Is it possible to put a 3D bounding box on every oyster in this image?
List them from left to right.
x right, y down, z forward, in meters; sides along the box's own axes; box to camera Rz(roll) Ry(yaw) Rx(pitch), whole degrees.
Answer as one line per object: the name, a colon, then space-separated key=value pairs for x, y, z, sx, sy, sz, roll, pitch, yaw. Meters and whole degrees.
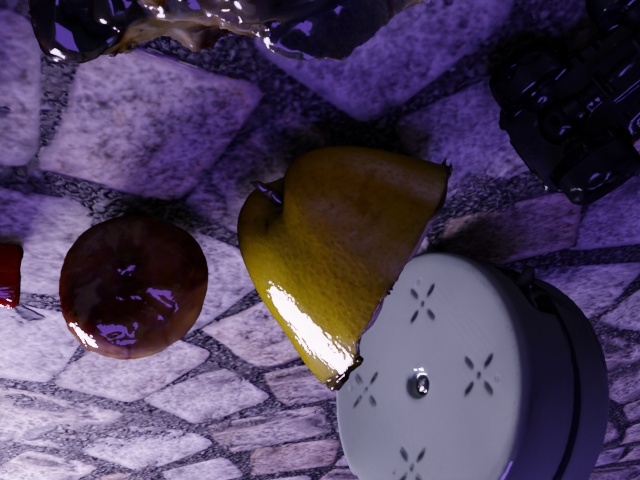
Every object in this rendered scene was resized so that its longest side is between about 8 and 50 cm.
oyster: x=-0.038 y=-0.199 z=0.533 sx=0.361 sy=0.096 sz=0.221 roll=2 pitch=150 yaw=-15

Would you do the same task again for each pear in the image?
pear: x=0.001 y=-0.002 z=0.759 sx=0.178 sy=0.267 sz=0.267 roll=29 pitch=137 yaw=0

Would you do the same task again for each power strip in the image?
power strip: x=0.186 y=0.183 z=0.924 sx=0.161 sy=0.357 sz=0.357 roll=15 pitch=137 yaw=-34

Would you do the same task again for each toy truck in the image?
toy truck: x=0.282 y=-0.143 z=0.674 sx=0.165 sy=0.147 sz=0.224 roll=-8 pitch=151 yaw=-50

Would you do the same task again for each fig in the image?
fig: x=-0.198 y=0.074 z=0.820 sx=0.160 sy=0.143 sz=0.230 roll=-36 pitch=149 yaw=-20

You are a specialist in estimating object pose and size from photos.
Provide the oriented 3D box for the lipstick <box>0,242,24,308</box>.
lipstick: x=-0.453 y=0.023 z=0.742 sx=0.280 sy=0.073 sz=0.073 roll=7 pitch=141 yaw=-25
